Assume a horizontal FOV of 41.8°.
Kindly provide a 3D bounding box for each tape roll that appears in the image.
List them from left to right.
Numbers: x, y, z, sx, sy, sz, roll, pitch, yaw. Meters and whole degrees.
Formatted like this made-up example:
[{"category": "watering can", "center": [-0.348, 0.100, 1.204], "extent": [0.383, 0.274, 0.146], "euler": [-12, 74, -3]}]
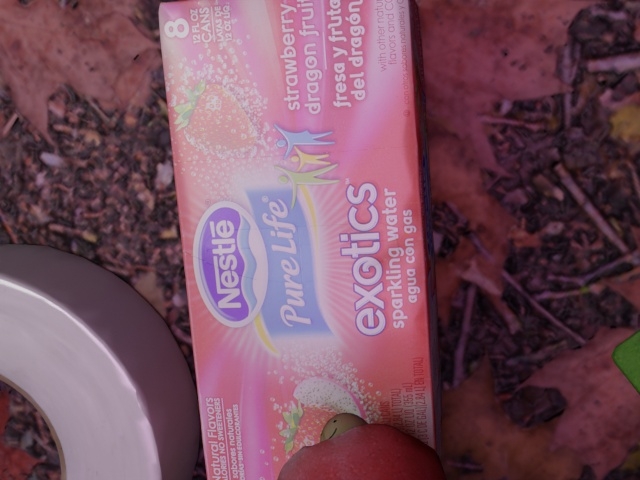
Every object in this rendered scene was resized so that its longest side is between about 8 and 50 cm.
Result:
[{"category": "tape roll", "center": [-0.239, 0.147, 0.624], "extent": [0.286, 0.100, 0.286], "euler": [2, 100, 9]}]

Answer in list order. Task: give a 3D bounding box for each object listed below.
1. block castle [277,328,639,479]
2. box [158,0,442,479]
[{"category": "block castle", "center": [0.234, 0.089, 0.380], "extent": [0.453, 0.213, 0.303], "euler": [-41, 121, 11]}, {"category": "box", "center": [0.000, 0.000, 0.535], "extent": [0.142, 0.154, 0.300], "euler": [-3, 100, 9]}]
